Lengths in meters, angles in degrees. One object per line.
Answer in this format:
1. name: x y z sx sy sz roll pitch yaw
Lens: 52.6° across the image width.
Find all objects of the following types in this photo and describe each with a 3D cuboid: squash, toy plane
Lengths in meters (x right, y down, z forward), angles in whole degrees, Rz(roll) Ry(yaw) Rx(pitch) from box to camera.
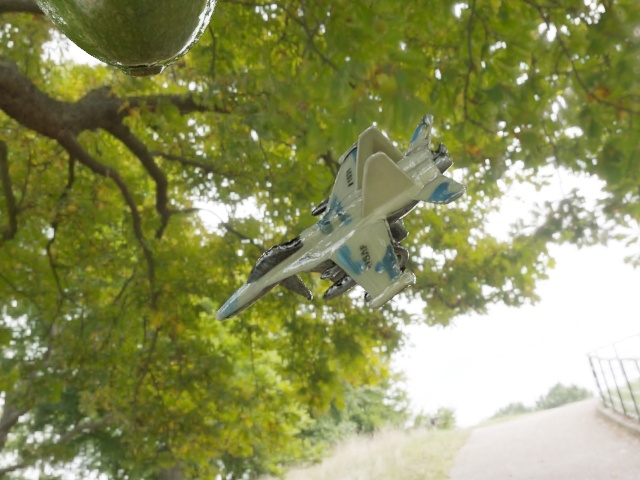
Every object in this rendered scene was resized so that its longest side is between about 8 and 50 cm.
1. squash: -0.209 -0.358 0.746 0.310 0.310 0.309 -13 -59 12
2. toy plane: 0.008 0.005 0.554 0.088 0.192 0.262 27 -55 -29
